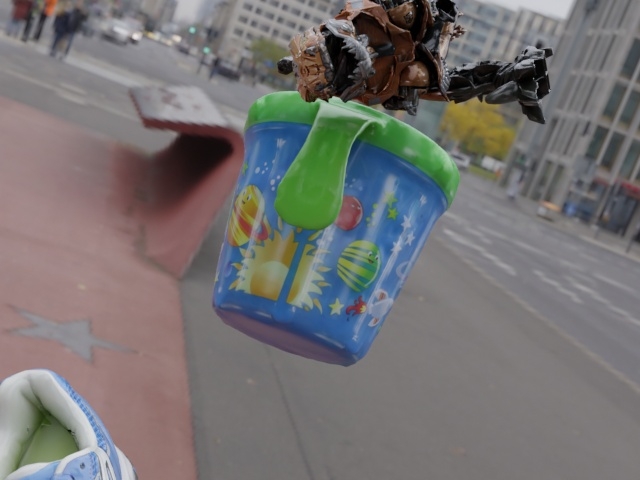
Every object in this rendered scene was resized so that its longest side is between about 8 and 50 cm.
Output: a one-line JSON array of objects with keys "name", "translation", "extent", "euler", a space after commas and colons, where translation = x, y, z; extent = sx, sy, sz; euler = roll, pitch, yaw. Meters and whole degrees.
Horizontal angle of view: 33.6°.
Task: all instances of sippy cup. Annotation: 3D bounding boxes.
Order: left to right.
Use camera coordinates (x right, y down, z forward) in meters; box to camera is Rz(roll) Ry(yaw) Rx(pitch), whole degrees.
[{"name": "sippy cup", "translation": [0.000, 0.000, 1.084], "extent": [0.240, 0.224, 0.305], "euler": [6, -21, 41]}]

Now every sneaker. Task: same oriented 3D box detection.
[{"name": "sneaker", "translation": [-0.114, 0.138, 0.430], "extent": [0.080, 0.081, 0.211], "euler": [-18, 34, -5]}]

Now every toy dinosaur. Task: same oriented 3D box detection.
[{"name": "toy dinosaur", "translation": [0.083, -0.188, 0.936], "extent": [0.218, 0.164, 0.322], "euler": [-7, 34, 23]}]
